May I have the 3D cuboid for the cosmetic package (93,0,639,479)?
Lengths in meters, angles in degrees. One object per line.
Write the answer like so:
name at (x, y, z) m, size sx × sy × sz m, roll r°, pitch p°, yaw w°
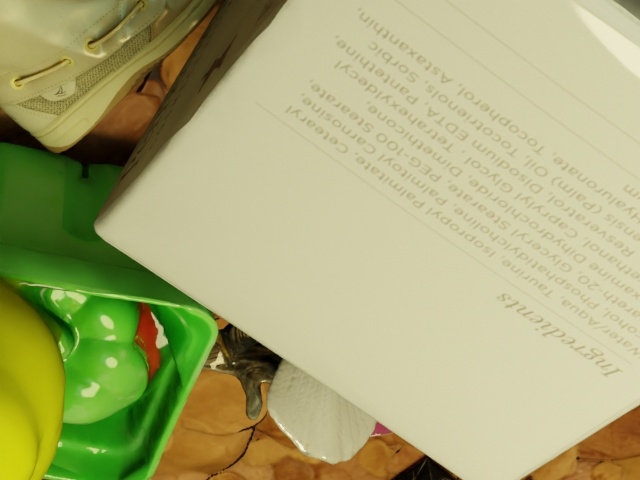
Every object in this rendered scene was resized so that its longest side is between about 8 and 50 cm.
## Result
cosmetic package at (0.129, -0.113, 1.088) m, size 0.327 × 0.329 × 0.393 m, roll 34°, pitch 139°, yaw -11°

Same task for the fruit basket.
fruit basket at (-0.268, 0.096, 1.253) m, size 0.392 × 0.392 × 0.283 m, roll 11°, pitch 137°, yaw -15°

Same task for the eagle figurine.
eagle figurine at (-0.009, -0.006, 1.355) m, size 0.225 × 0.226 × 0.298 m, roll 26°, pitch 123°, yaw 0°

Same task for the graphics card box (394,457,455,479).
graphics card box at (0.192, 0.389, 1.612) m, size 0.094 × 0.233 × 0.371 m, roll -38°, pitch 119°, yaw 21°

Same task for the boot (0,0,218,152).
boot at (-0.186, -0.205, 1.254) m, size 0.203 × 0.095 × 0.262 m, roll 35°, pitch 117°, yaw -25°

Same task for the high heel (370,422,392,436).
high heel at (0.087, 0.090, 1.489) m, size 0.244 × 0.082 × 0.117 m, roll -9°, pitch 126°, yaw -4°
